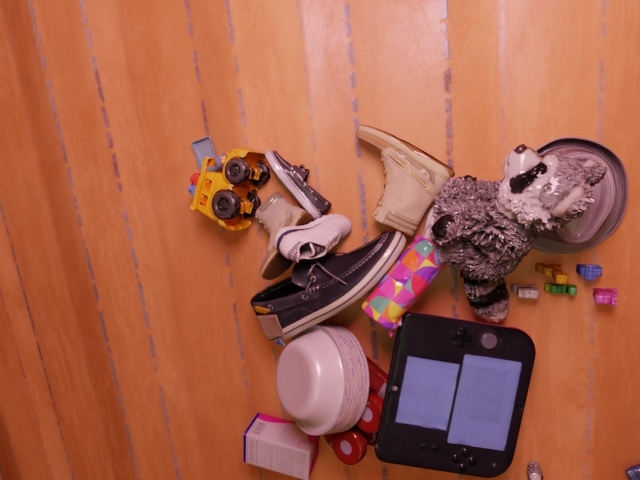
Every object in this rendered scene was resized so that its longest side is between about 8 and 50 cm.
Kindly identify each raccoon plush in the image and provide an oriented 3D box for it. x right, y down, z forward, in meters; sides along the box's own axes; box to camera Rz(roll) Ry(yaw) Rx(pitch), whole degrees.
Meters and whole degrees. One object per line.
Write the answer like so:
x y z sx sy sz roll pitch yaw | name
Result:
0.444 -0.001 0.877 0.299 0.216 0.446 -3 139 43 | raccoon plush

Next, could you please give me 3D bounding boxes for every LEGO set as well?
0.578 0.100 0.966 0.228 0.093 0.086 1 103 17 | LEGO set

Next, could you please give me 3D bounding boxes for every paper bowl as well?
-0.013 0.370 1.112 0.284 0.148 0.284 -18 67 49 | paper bowl

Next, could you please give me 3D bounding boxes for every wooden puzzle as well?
-0.133 0.228 1.113 0.079 0.014 0.116 0 113 31 | wooden puzzle

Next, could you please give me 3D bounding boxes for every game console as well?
0.331 0.382 1.016 0.342 0.060 0.386 9 94 -6 | game console

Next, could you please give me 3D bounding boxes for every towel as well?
0.843 0.586 1.039 0.120 0.029 0.067 -30 93 22 | towel

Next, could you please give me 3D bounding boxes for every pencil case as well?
0.199 0.102 0.969 0.104 0.104 0.236 36 97 6 | pencil case

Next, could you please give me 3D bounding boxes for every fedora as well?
0.554 -0.088 0.911 0.244 0.124 0.275 4 104 17 | fedora

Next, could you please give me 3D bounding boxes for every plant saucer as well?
-0.319 -0.204 1.212 0.067 0.018 0.191 -13 98 20 | plant saucer

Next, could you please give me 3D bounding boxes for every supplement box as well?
-0.122 0.650 1.312 0.220 0.111 0.113 7 105 16 | supplement box

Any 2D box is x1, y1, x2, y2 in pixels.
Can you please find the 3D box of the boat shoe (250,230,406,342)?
0.002 0.107 1.103 0.500 0.187 0.156 -34 97 27 | boat shoe

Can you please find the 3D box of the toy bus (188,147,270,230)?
-0.269 -0.163 1.138 0.212 0.149 0.220 23 103 18 | toy bus

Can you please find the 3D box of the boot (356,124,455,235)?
0.168 -0.151 1.029 0.262 0.095 0.203 32 111 9 | boot

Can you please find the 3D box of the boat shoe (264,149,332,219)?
-0.055 -0.162 1.112 0.076 0.080 0.228 -39 87 6 | boat shoe

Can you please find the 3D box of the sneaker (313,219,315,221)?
-0.010 -0.038 1.146 0.083 0.037 0.031 10 104 13 | sneaker

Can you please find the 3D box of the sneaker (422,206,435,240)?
0.281 0.031 1.042 0.086 0.085 0.237 29 110 33 | sneaker

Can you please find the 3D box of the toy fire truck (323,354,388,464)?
0.088 0.463 1.191 0.254 0.169 0.302 39 113 31 | toy fire truck

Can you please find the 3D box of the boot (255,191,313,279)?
-0.128 -0.014 1.128 0.165 0.077 0.213 37 99 39 | boot

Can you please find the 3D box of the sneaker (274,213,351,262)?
0.000 0.000 1.057 0.095 0.235 0.090 33 133 42 | sneaker

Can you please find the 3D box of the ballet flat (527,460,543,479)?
0.591 0.666 1.132 0.041 0.041 0.114 -4 102 18 | ballet flat
